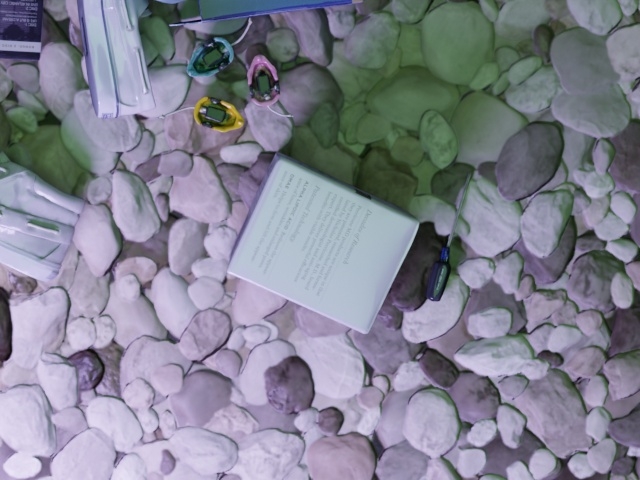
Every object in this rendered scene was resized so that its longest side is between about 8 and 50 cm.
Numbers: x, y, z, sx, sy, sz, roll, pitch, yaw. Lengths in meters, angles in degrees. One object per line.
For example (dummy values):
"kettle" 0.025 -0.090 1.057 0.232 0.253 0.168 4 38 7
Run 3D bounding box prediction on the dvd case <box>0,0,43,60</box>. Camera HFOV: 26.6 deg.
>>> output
"dvd case" -0.401 -0.322 1.567 0.164 0.018 0.221 0 107 -22

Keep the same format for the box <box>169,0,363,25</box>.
"box" -0.067 -0.283 1.599 0.225 0.136 0.037 -9 101 -2

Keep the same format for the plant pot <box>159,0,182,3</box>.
"plant pot" -0.172 -0.379 1.492 0.290 0.290 0.195 29 107 -6

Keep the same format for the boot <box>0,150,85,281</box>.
"boot" -0.418 -0.056 1.642 0.258 0.095 0.123 25 89 -14

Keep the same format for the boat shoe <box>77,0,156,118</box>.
"boat shoe" -0.245 -0.278 1.625 0.084 0.095 0.258 -8 102 -16

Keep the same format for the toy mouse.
"toy mouse" -0.104 -0.203 1.660 0.161 0.031 0.143 12 96 -4

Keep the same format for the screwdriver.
"screwdriver" 0.162 -0.006 1.704 0.025 0.024 0.170 12 90 25

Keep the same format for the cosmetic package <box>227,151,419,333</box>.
"cosmetic package" 0.000 0.000 1.629 0.183 0.151 0.151 24 94 -6
